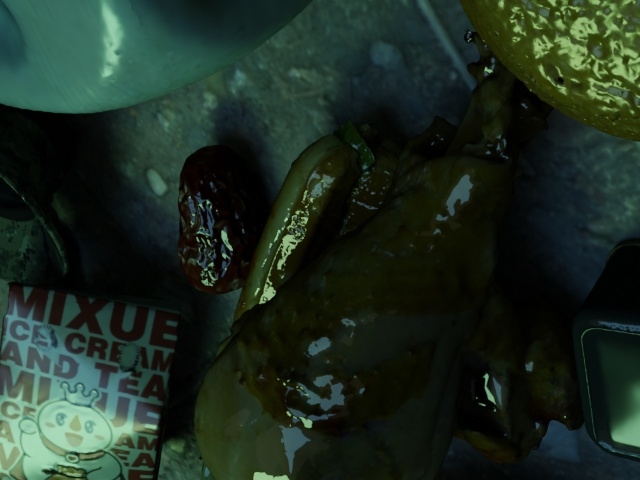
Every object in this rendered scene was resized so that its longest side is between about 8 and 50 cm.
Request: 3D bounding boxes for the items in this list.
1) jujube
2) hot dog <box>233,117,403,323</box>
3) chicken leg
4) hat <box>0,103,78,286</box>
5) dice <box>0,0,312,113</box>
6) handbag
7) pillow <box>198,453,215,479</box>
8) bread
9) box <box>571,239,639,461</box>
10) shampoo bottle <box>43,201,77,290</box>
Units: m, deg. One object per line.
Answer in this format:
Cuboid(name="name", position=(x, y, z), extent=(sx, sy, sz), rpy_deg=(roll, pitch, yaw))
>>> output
Cuboid(name="jujube", position=(-0.084, -0.019, 1.186), extent=(0.077, 0.077, 0.129), rpy_deg=(14, 126, 30))
Cuboid(name="hot dog", position=(0.000, 0.000, 1.122), extent=(0.104, 0.076, 0.250), rpy_deg=(4, 131, -19))
Cuboid(name="chicken leg", position=(0.096, 0.041, 1.031), extent=(0.295, 0.182, 0.409), rpy_deg=(18, 111, -20))
Cuboid(name="hat", position=(-0.294, -0.081, 1.262), extent=(0.266, 0.128, 0.265), rpy_deg=(28, 151, 17))
Cuboid(name="dice", position=(-0.144, -0.252, 0.880), extent=(0.265, 0.268, 0.262), rpy_deg=(8, 132, 39))
Cuboid(name="handbag", position=(-0.226, 0.154, 1.342), extent=(0.171, 0.151, 0.298), rpy_deg=(8, 136, -4))
Cuboid(name="pillow", position=(-0.065, 0.340, 1.462), extent=(0.185, 0.075, 0.302), rpy_deg=(32, 140, 15))
Cuboid(name="bread", position=(0.189, -0.164, 0.803), extent=(0.240, 0.139, 0.240), rpy_deg=(21, 134, 24))
Cuboid(name="box", position=(0.278, 0.089, 0.978), extent=(0.201, 0.090, 0.144), rpy_deg=(10, 128, 33))
Cuboid(name="shampoo bottle", position=(-0.260, 0.023, 1.392), extent=(0.048, 0.027, 0.137), rpy_deg=(13, 130, 27))
